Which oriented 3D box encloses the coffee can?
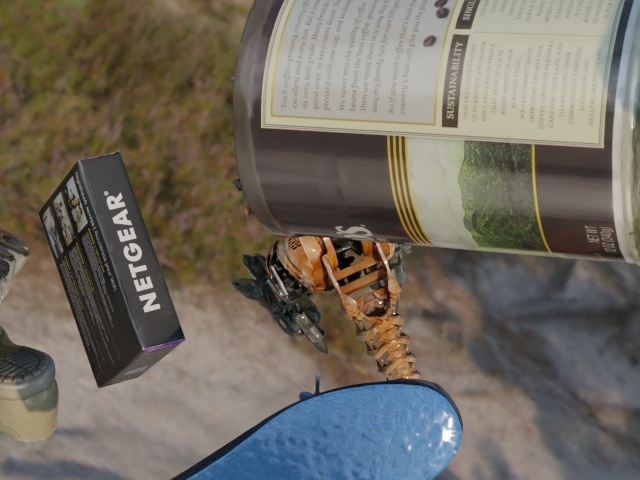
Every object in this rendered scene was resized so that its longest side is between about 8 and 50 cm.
[{"bbox_3d":[0.104,-0.092,1.025,0.275,0.201,0.201,5,13,23],"label":"coffee can"}]

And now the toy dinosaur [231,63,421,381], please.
[{"bbox_3d":[0.000,0.000,1.247,0.164,0.218,0.322,-4,71,-2],"label":"toy dinosaur"}]

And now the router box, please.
[{"bbox_3d":[-0.188,0.029,1.295,0.046,0.133,0.179,-15,78,-30],"label":"router box"}]

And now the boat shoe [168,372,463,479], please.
[{"bbox_3d":[-0.025,0.157,1.015,0.089,0.258,0.109,-10,81,-80],"label":"boat shoe"}]

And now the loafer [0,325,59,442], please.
[{"bbox_3d":[-0.357,0.154,1.550,0.102,0.092,0.268,-18,17,-29],"label":"loafer"}]

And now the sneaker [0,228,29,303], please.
[{"bbox_3d":[-0.332,0.058,1.207,0.122,0.146,0.330,28,1,3],"label":"sneaker"}]
